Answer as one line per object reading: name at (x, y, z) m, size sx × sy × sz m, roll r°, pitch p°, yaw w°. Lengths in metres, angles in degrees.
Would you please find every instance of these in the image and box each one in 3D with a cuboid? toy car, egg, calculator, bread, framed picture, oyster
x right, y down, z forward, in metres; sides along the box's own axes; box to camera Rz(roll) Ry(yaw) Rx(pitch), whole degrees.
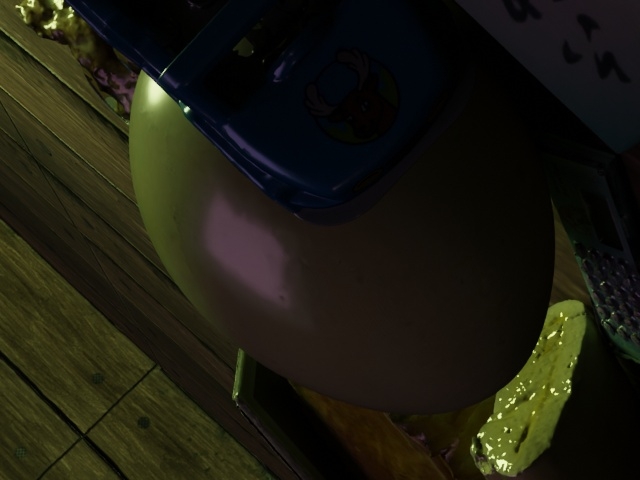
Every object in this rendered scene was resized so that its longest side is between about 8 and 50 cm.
toy car at (-0.033, -0.095, 0.405) m, size 0.191 × 0.097 × 0.100 m, roll 44°, pitch -175°, yaw 0°
egg at (0.017, -0.020, 0.556) m, size 0.253 × 0.188 × 0.188 m, roll 50°, pitch 163°, yaw -21°
calculator at (0.157, 0.011, 0.600) m, size 0.057 × 0.018 × 0.172 m, roll 25°, pitch 153°, yaw 46°
bread at (0.167, 0.145, 0.690) m, size 0.060 × 0.139 × 0.178 m, roll -11°, pitch 126°, yaw 39°
bread at (0.087, 0.122, 0.826) m, size 0.227 × 0.142 × 0.253 m, roll 22°, pitch 149°, yaw 56°
framed picture at (0.001, 0.128, 0.973) m, size 0.231 × 0.018 × 0.293 m, roll 52°, pitch -162°, yaw -22°
oyster at (-0.113, -0.117, 0.851) m, size 0.223 × 0.083 × 0.214 m, roll 12°, pitch 146°, yaw 52°

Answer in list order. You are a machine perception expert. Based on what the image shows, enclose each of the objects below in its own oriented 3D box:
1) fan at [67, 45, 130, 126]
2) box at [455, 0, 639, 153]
fan at (-0.187, -0.122, 1.136) m, size 0.152 × 0.008 × 0.226 m, roll 32°, pitch 159°, yaw 35°
box at (0.091, -0.136, 0.265) m, size 0.153 × 0.092 × 0.245 m, roll 44°, pitch 163°, yaw 5°
